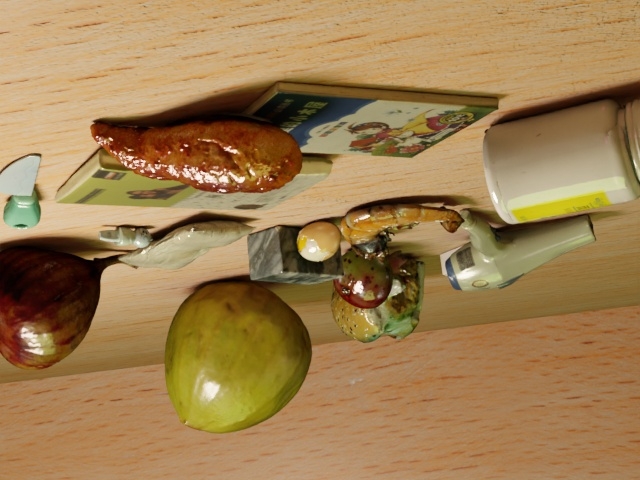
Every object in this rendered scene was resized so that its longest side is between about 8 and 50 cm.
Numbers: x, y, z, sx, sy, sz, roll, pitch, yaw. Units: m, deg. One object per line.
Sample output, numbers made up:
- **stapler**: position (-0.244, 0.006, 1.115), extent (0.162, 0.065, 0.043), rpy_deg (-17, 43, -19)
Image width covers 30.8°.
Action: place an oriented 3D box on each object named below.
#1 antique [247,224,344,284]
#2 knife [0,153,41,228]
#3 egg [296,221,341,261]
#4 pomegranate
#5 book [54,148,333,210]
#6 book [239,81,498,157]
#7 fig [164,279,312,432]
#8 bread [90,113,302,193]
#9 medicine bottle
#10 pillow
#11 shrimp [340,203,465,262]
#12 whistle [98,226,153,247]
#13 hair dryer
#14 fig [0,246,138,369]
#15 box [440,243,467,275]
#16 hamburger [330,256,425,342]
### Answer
- **antique**: position (-0.040, 0.030, 2.155), extent (0.086, 0.088, 0.183), rpy_deg (-15, 165, 41)
- **knife**: position (-0.425, -0.073, 1.636), extent (0.063, 0.035, 0.260), rpy_deg (3, 160, -13)
- **egg**: position (0.000, 0.000, 2.077), extent (0.071, 0.071, 0.083), rpy_deg (4, 158, -40)
- **pomegranate**: position (0.100, 0.075, 2.358), extent (0.129, 0.130, 0.159), rpy_deg (-17, 168, 40)
- **book**: position (-0.185, -0.081, 1.691), extent (0.352, 0.035, 0.239), rpy_deg (0, 169, -28)
- **book**: position (0.041, -0.151, 1.520), extent (0.322, 0.018, 0.228), rpy_deg (0, 166, -27)
- **fig**: position (-0.193, 0.265, 2.546), extent (0.343, 0.344, 0.343), rpy_deg (-6, 168, -1)
- **bread**: position (-0.148, -0.102, 1.443), extent (0.268, 0.095, 0.139), rpy_deg (-2, 161, 16)
- **medicine bottle**: position (0.359, -0.113, 1.562), extent (0.258, 0.144, 0.143), rpy_deg (-13, 166, 24)
- **pillow**: position (-0.234, 0.006, 2.033), extent (0.148, 0.050, 0.229), rpy_deg (-7, 169, -46)
- **shrimp**: position (0.148, -0.019, 2.098), extent (0.222, 0.054, 0.290), rpy_deg (-7, 164, 1)
- **whistle**: position (-0.328, -0.006, 1.965), extent (0.100, 0.035, 0.035), rpy_deg (4, 164, -36)
- **hair dryer**: position (0.393, -0.006, 2.239), extent (0.295, 0.119, 0.298), rpy_deg (-12, 156, -4)
- **fig**: position (-0.455, 0.086, 2.073), extent (0.217, 0.217, 0.320), rpy_deg (-19, -171, 47)
- **box**: position (0.347, 0.039, 2.480), extent (0.130, 0.051, 0.129), rpy_deg (-1, 166, -29)
- **hamburger**: position (0.124, 0.136, 2.532), extent (0.167, 0.192, 0.288), rpy_deg (8, 164, -16)
